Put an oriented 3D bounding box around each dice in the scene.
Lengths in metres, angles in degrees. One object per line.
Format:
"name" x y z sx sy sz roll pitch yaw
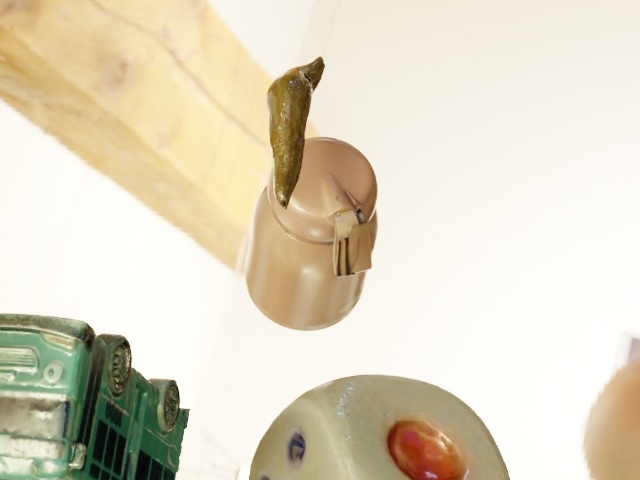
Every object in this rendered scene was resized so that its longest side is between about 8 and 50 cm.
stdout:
"dice" 0.054 0.249 1.253 0.192 0.193 0.194 -59 37 36

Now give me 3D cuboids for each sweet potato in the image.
"sweet potato" -0.038 -0.144 1.607 0.249 0.059 0.069 -82 -29 -42

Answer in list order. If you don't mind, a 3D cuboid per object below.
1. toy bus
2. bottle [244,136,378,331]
"toy bus" -0.204 0.155 1.087 0.256 0.128 0.147 60 -146 -65
"bottle" 0.000 0.000 1.803 0.297 0.173 0.206 105 148 -58
